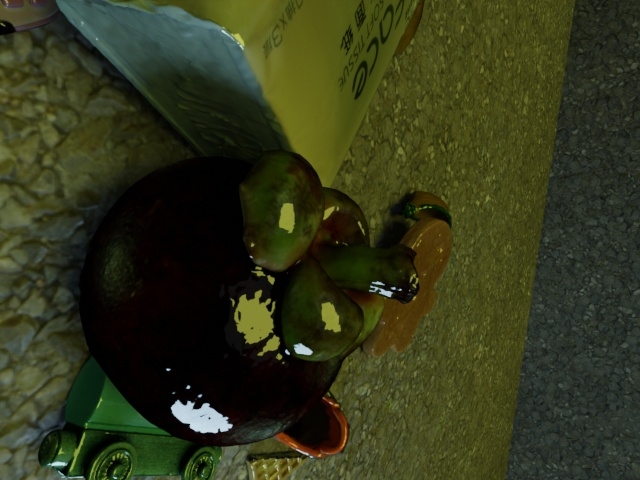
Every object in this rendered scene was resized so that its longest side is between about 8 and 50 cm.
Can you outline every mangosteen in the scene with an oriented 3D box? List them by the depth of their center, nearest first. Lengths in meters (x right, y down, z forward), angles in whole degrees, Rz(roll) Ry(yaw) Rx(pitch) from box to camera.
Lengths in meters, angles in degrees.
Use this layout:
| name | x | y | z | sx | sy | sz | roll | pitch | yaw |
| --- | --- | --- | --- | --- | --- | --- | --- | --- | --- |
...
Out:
| name | x | y | z | sx | sy | sz | roll | pitch | yaw |
| --- | --- | --- | --- | --- | --- | --- | --- | --- | --- |
| mangosteen | -0.092 | 0.058 | 0.463 | 0.330 | 0.330 | 0.330 | -14 | 109 | -48 |

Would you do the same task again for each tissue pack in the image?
| name | x | y | z | sx | sy | sz | roll | pitch | yaw |
| --- | --- | --- | --- | --- | --- | --- | --- | --- | --- |
| tissue pack | -0.028 | -0.293 | 0.489 | 0.405 | 0.205 | 0.332 | -65 | 162 | -12 |

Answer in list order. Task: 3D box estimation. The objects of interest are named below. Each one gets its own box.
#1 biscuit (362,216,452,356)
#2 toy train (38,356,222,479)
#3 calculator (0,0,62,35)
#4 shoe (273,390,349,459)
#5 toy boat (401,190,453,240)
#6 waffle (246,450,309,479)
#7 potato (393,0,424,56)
| name | x | y | z | sx | sy | sz | roll | pitch | yaw |
| --- | --- | --- | --- | --- | --- | --- | --- | --- | --- |
| biscuit | 0.209 | 0.112 | 1.002 | 0.275 | 0.052 | 0.355 | 4 | 107 | -48 |
| toy train | -0.214 | 0.233 | 0.536 | 0.248 | 0.101 | 0.159 | 37 | 57 | -49 |
| calculator | -0.334 | -0.241 | 0.293 | 0.294 | 0.043 | 0.194 | -35 | 124 | -45 |
| shoe | -0.008 | 0.315 | 0.733 | 0.336 | 0.171 | 0.132 | 47 | 62 | -44 |
| toy boat | 0.267 | -0.061 | 1.041 | 0.229 | 0.089 | 0.088 | 25 | 59 | -42 |
| waffle | -0.074 | 0.412 | 0.792 | 0.153 | 0.023 | 0.097 | -16 | 111 | -46 |
| potato | 0.118 | -0.517 | 0.724 | 0.195 | 0.176 | 0.369 | -97 | -175 | -64 |
